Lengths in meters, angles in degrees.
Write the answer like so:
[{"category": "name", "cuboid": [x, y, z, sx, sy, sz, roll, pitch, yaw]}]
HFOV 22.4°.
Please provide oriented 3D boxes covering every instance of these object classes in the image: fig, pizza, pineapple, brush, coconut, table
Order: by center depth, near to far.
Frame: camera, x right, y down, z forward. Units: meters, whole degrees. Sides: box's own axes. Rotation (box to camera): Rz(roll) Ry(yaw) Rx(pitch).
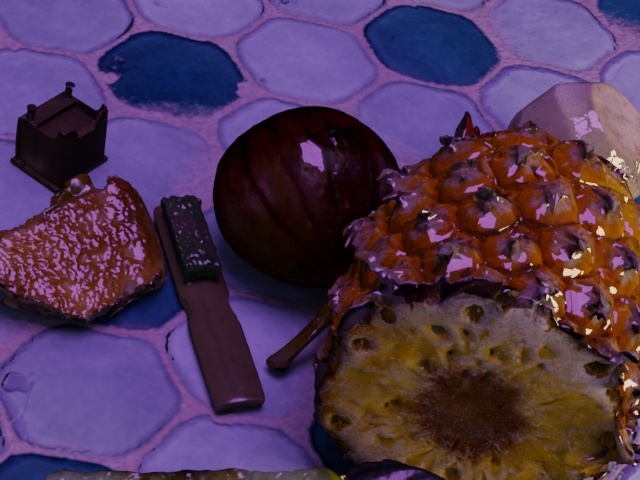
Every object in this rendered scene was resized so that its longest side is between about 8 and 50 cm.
[{"category": "pineapple", "cuboid": [0.167, 0.071, 1.513, 0.352, 0.352, 0.300, 21, 40, 7]}, {"category": "pizza", "cuboid": [-0.257, 0.023, 1.640, 0.226, 0.069, 0.147, -34, 82, -34]}, {"category": "brush", "cuboid": [-0.115, 0.056, 1.653, 0.054, 0.048, 0.282, -7, 48, -17]}, {"category": "fig", "cuboid": [0.006, -0.015, 1.664, 0.203, 0.186, 0.250, 3, 49, -38]}, {"category": "table", "cuboid": [-0.281, -0.116, 1.760, 0.070, 0.082, 0.083, 34, 46, 20]}, {"category": "coconut", "cuboid": [0.285, -0.091, 1.831, 0.161, 0.162, 0.161, 26, 45, -30]}]

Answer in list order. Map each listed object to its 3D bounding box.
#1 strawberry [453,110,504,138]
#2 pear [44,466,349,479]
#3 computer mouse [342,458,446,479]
[{"category": "strawberry", "cuboid": [0.226, -0.027, 1.733, 0.228, 0.174, 0.098, 31, 37, 18]}, {"category": "pear", "cuboid": [-0.112, 0.328, 1.260, 0.286, 0.176, 0.282, -3, 48, 15]}, {"category": "computer mouse", "cuboid": [0.087, 0.320, 1.388, 0.168, 0.087, 0.295, -28, 56, -12]}]
